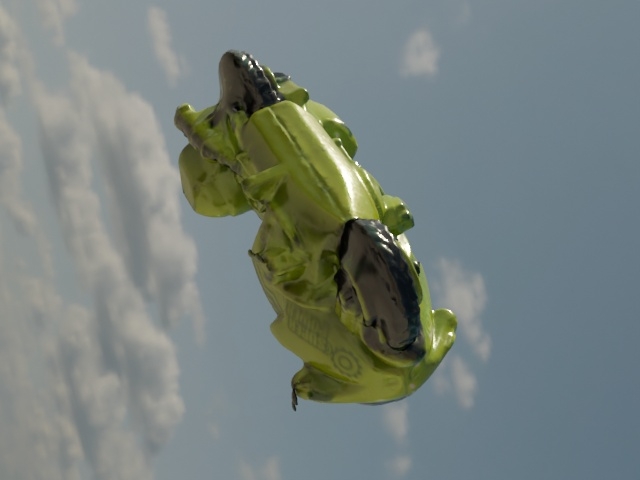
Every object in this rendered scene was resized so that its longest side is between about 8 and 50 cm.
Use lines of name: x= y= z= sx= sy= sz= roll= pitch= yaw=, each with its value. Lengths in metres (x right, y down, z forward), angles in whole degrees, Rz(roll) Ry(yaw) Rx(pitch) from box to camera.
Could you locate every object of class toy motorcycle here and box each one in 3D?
toy motorcycle: x=0.002 y=-0.001 z=1.037 sx=0.342 sy=0.142 sz=0.206 roll=-125 pitch=-154 yaw=-46
